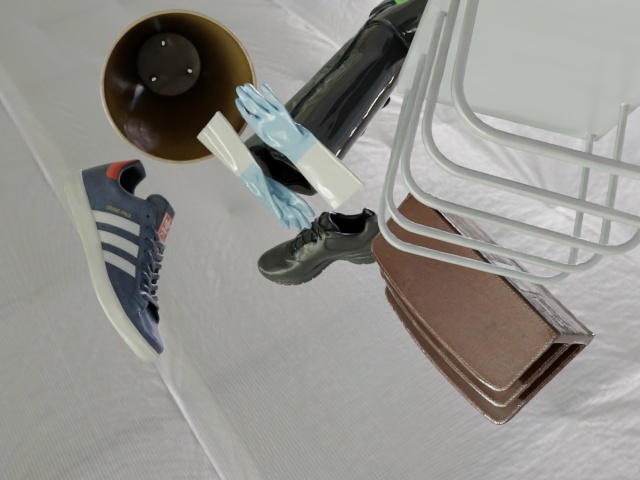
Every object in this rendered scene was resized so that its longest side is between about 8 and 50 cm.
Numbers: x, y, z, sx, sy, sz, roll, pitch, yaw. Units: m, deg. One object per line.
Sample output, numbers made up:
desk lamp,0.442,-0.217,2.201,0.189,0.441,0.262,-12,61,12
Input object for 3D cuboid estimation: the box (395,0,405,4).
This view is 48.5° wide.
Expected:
box,0.222,-0.498,1.034,0.262,0.126,0.231,-12,-146,46

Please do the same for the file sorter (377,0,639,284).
file sorter,0.157,-0.085,0.506,0.193,0.277,0.173,14,-104,-1

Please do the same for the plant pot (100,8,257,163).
plant pot,-0.245,-0.279,1.200,0.237,0.237,0.254,-12,-155,-11

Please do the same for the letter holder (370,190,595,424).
letter holder,0.202,0.106,1.057,0.152,0.214,0.302,12,-148,-52

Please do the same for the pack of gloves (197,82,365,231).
pack of gloves,-0.075,-0.111,1.063,0.232,0.195,0.046,45,-129,-6

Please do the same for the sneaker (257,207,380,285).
sneaker,0.000,0.000,1.443,0.286,0.130,0.109,-19,-129,8

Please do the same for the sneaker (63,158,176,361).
sneaker,-0.286,0.014,1.122,0.148,0.131,0.350,-23,-110,-8

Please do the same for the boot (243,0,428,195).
boot,0.096,-0.267,1.179,0.445,0.146,0.367,-47,-159,-25
